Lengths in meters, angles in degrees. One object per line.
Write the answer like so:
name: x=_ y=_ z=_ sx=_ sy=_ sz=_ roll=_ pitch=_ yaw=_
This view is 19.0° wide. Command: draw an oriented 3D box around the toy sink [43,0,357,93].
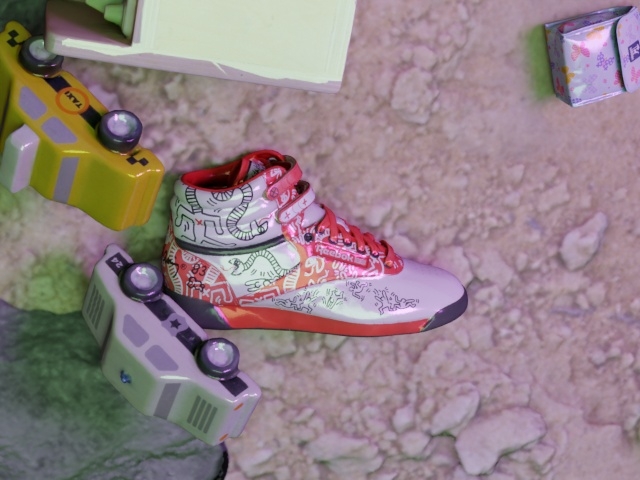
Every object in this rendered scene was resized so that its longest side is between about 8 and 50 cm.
toy sink: x=-0.096 y=-0.212 z=1.526 sx=0.234 sy=0.153 sz=0.131 roll=7 pitch=107 yaw=-10

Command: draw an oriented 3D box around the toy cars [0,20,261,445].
toy cars: x=-0.182 y=0.011 z=1.568 sx=0.087 sy=0.176 sz=0.393 roll=-36 pitch=114 yaw=-34

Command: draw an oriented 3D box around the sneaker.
sneaker: x=-0.001 y=0.000 z=1.642 sx=0.270 sy=0.090 sz=0.145 roll=1 pitch=110 yaw=-6

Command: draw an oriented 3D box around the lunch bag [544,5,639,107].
lunch bag: x=0.243 y=-0.161 z=1.648 sx=0.083 sy=0.053 sz=0.071 roll=-15 pitch=111 yaw=-13
